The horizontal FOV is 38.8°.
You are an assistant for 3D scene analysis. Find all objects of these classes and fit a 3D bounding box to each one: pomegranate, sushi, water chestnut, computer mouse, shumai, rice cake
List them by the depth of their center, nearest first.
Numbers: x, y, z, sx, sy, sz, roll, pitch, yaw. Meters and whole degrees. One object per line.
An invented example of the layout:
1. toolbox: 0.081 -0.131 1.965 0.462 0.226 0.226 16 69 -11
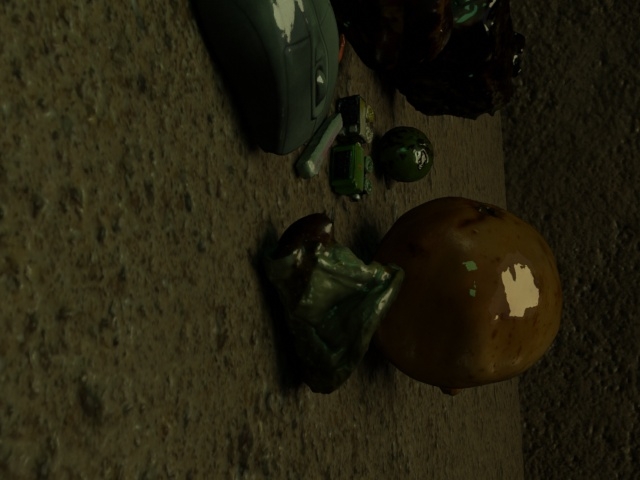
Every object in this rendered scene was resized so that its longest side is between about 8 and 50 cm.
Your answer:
1. computer mouse: -0.054 -0.281 1.251 0.188 0.121 0.371 -52 136 -35
2. shumai: -0.004 0.093 1.387 0.272 0.203 0.222 -65 176 36
3. rice cake: 0.001 -0.162 1.536 0.033 0.033 0.208 65 27 -24
4. water chestnut: 0.107 -0.448 1.592 0.300 0.300 0.300 -4 90 -69
5. pomegranate: 0.266 0.126 1.743 0.410 0.410 0.410 -4 90 -69
6. pomegranate: 0.168 -0.167 1.886 0.161 0.122 0.122 121 -15 -52
7. sushi: 0.263 -0.439 1.913 0.281 0.299 0.294 -61 146 -16

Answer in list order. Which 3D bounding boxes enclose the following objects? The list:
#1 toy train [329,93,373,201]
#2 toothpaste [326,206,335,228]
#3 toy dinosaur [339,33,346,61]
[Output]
1. toy train: 0.058 -0.171 1.647 0.081 0.060 0.202 33 55 -57
2. toothpaste: 0.000 0.000 1.515 0.170 0.028 0.045 -62 154 -59
3. toy dinosaur: -0.021 -0.283 1.446 0.279 0.055 0.101 -50 142 -40
